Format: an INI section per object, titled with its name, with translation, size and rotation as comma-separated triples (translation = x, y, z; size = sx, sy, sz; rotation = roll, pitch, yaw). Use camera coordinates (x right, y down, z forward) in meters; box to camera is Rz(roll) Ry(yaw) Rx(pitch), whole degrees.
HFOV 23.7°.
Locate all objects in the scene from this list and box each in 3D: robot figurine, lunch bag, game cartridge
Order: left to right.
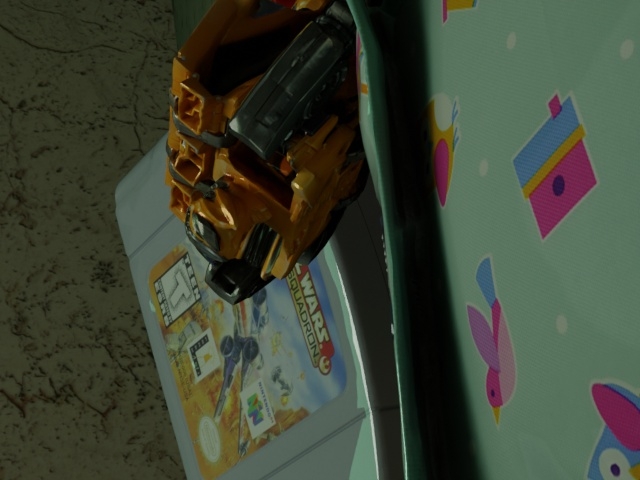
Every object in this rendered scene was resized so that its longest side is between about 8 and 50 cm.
[game cartridge]
translation = -0.027, 0.047, 0.887
size = 0.198, 0.062, 0.297
rotation = -43, 58, 48
[robot figurine]
translation = 0.031, -0.100, 0.683
size = 0.085, 0.291, 0.211
rotation = 38, 154, 12
[lunch bag]
translation = 0.096, -0.003, 0.465
size = 0.262, 0.160, 0.223
rotation = -38, 54, 55

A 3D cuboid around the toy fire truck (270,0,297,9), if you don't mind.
[toy fire truck]
translation = -0.015, -0.234, 1.522
size = 0.192, 0.047, 0.135
rotation = 118, 145, -74
